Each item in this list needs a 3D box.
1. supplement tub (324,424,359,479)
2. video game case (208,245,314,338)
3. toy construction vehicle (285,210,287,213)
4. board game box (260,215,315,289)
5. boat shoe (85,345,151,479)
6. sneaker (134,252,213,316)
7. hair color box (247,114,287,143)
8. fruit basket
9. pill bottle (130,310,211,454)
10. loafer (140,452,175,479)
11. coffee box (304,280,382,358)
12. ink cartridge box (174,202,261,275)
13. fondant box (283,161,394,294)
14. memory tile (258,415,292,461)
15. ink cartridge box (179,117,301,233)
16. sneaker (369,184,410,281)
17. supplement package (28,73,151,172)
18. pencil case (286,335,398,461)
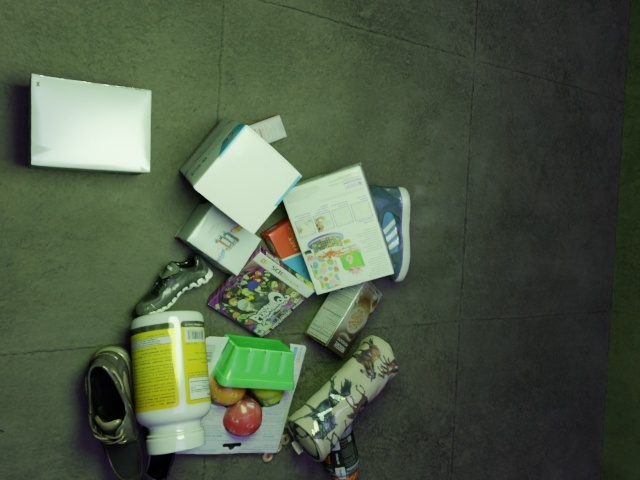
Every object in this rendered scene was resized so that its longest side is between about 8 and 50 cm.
[{"bbox_3d":[0.060,0.677,1.726,0.117,0.117,0.190,-17,101,-29],"label":"supplement tub"},{"bbox_3d":[-0.170,0.155,1.534,0.210,0.042,0.232,39,109,-25],"label":"video game case"},{"bbox_3d":[-0.105,-0.129,1.636,0.086,0.035,0.098,46,68,-13],"label":"toy construction vehicle"},{"bbox_3d":[0.000,0.000,1.682,0.316,0.064,0.242,-36,110,-24],"label":"board game box"},{"bbox_3d":[-0.526,0.451,1.339,0.132,0.130,0.355,-13,94,4],"label":"boat shoe"},{"bbox_3d":[-0.404,0.110,1.430,0.234,0.078,0.106,-35,130,-28],"label":"sneaker"},{"bbox_3d":[-0.176,-0.315,1.572,0.141,0.043,0.072,-27,106,-27],"label":"hair color box"},{"bbox_3d":[-0.228,0.452,1.549,0.327,0.165,0.353,12,102,-30],"label":"fruit basket"},{"bbox_3d":[-0.379,0.358,1.356,0.188,0.188,0.334,1,73,-31],"label":"pill bottle"},{"bbox_3d":[-0.452,0.607,1.432,0.109,0.095,0.302,21,82,-31],"label":"loafer"},{"bbox_3d":[0.077,0.232,1.689,0.246,0.098,0.141,-58,141,-11],"label":"coffee box"},{"bbox_3d":[-0.284,-0.004,1.478,0.176,0.128,0.127,41,73,-27],"label":"ink cartridge box"},{"bbox_3d":[0.054,-0.033,1.551,0.238,0.096,0.330,-17,103,10],"label":"fondant box"},{"bbox_3d":[-0.144,0.609,1.662,0.148,0.012,0.113,-41,112,-23],"label":"memory tile"},{"bbox_3d":[-0.219,-0.179,1.402,0.197,0.270,0.198,40,89,-27],"label":"ink cartridge box"},{"bbox_3d":[0.155,-0.016,1.682,0.236,0.130,0.322,-4,108,-13],"label":"sneaker"},{"bbox_3d":[-0.559,-0.269,1.291,0.262,0.145,0.204,0,93,-30],"label":"supplement package"},{"bbox_3d":[0.071,0.488,1.657,0.160,0.183,0.410,39,60,18],"label":"pencil case"}]
